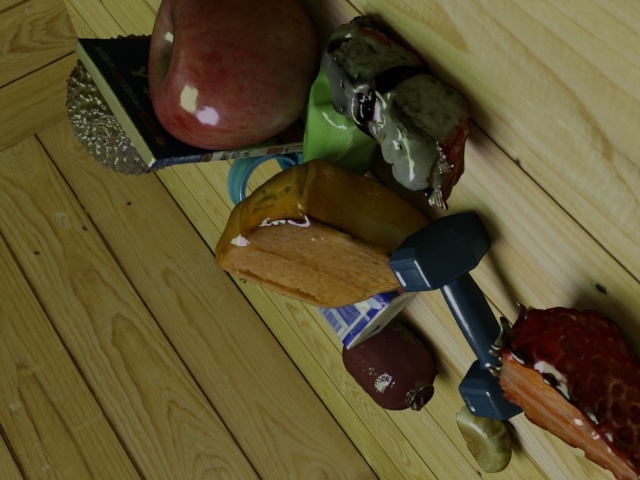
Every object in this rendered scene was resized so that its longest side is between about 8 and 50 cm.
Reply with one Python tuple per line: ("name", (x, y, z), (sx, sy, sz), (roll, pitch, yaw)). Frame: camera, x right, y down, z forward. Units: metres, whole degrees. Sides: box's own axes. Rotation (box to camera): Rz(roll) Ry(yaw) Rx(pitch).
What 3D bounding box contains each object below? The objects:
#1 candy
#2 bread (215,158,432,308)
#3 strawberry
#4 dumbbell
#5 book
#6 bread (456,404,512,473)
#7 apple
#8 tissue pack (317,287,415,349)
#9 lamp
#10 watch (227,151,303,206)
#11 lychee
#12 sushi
("candy", (0.028, -0.186, 1.411), (0.142, 0.132, 0.343), (47, 161, 12))
("bread", (0.001, -0.007, 1.448), (0.337, 0.148, 0.328), (22, 150, -27))
("strawberry", (0.364, 0.189, 1.087), (0.280, 0.150, 0.253), (32, 163, 43))
("dumbbell", (0.245, 0.122, 1.291), (0.325, 0.160, 0.144), (60, -174, -7))
("book", (-0.228, -0.276, 1.580), (0.300, 0.428, 0.039), (55, 128, 18))
("bread", (0.339, 0.391, 1.624), (0.157, 0.083, 0.094), (56, 161, 1))
("apple", (-0.143, -0.307, 1.387), (0.344, 0.269, 0.345), (-23, 64, 59))
("tissue pack", (0.058, 0.061, 1.707), (0.270, 0.137, 0.209), (52, 137, 17))
("lamp", (0.159, 0.271, 1.803), (0.258, 0.180, 0.180), (44, 158, 37))
("watch", (-0.098, -0.119, 1.795), (0.211, 0.193, 0.211), (54, 163, 24))
("lychee", (-0.471, -0.359, 2.125), (0.380, 0.380, 0.432), (65, 166, -22))
("sushi", (0.108, -0.191, 1.156), (0.332, 0.130, 0.124), (50, 159, 29))
